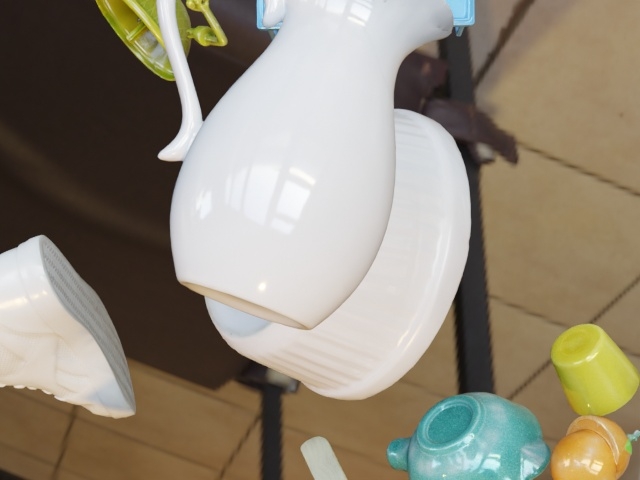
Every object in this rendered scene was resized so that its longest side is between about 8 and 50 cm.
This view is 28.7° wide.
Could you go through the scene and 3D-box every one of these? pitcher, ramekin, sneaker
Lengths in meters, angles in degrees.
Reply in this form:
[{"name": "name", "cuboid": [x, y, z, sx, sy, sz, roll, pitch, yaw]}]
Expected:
[{"name": "pitcher", "cuboid": [-0.034, -0.066, 0.743, 0.178, 0.207, 0.125, 19, 171, 1]}, {"name": "ramekin", "cuboid": [0.000, 0.000, 1.118, 0.127, 0.273, 0.273, 16, 153, -31]}, {"name": "sneaker", "cuboid": [-0.294, 0.109, 1.217, 0.169, 0.108, 0.292, -20, 145, 1]}]

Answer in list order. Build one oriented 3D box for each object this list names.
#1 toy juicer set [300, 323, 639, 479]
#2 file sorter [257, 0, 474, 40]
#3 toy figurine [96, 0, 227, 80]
[{"name": "toy juicer set", "cuboid": [0.133, 0.214, 1.103, 0.329, 0.209, 0.089, -25, 120, 19]}, {"name": "file sorter", "cuboid": [0.037, -0.227, 1.028, 0.170, 0.118, 0.104, -1, 180, 3]}, {"name": "toy figurine", "cuboid": [-0.184, -0.367, 1.246, 0.362, 0.217, 0.191, 48, 147, -19]}]
